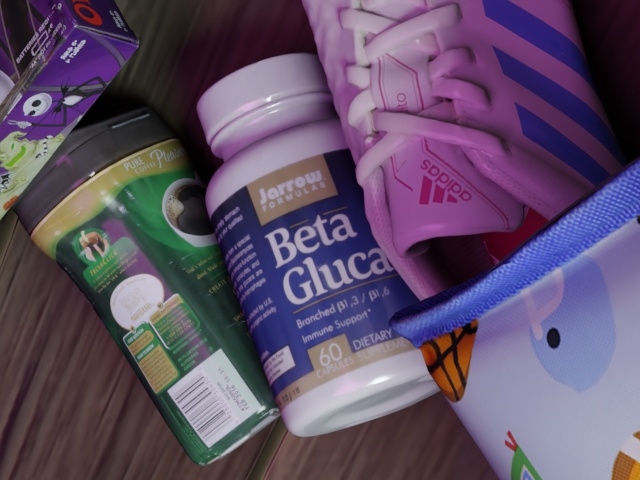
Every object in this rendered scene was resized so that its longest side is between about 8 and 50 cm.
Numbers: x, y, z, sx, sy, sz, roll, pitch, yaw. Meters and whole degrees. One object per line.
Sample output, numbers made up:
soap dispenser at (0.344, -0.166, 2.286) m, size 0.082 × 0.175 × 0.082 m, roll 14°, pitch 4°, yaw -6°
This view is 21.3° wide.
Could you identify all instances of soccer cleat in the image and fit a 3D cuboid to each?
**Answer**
soccer cleat at (0.057, -0.072, 0.745) m, size 0.116 × 0.143 × 0.331 m, roll -27°, pitch 92°, yaw 33°

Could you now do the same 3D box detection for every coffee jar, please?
coffee jar at (-0.078, 0.018, 0.876) m, size 0.079 × 0.096 × 0.184 m, roll -39°, pitch 85°, yaw 30°

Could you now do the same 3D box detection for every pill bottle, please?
pill bottle at (0.000, 0.000, 0.816) m, size 0.094 × 0.094 × 0.169 m, roll -30°, pitch 73°, yaw 33°

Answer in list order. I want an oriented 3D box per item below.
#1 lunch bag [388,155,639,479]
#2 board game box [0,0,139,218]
lunch bag at (0.242, 0.070, 0.518) m, size 0.328 × 0.239 × 0.385 m, roll 60°, pitch 146°, yaw 4°
board game box at (-0.248, -0.056, 0.906) m, size 0.347 × 0.056 × 0.208 m, roll -48°, pitch 52°, yaw 25°
